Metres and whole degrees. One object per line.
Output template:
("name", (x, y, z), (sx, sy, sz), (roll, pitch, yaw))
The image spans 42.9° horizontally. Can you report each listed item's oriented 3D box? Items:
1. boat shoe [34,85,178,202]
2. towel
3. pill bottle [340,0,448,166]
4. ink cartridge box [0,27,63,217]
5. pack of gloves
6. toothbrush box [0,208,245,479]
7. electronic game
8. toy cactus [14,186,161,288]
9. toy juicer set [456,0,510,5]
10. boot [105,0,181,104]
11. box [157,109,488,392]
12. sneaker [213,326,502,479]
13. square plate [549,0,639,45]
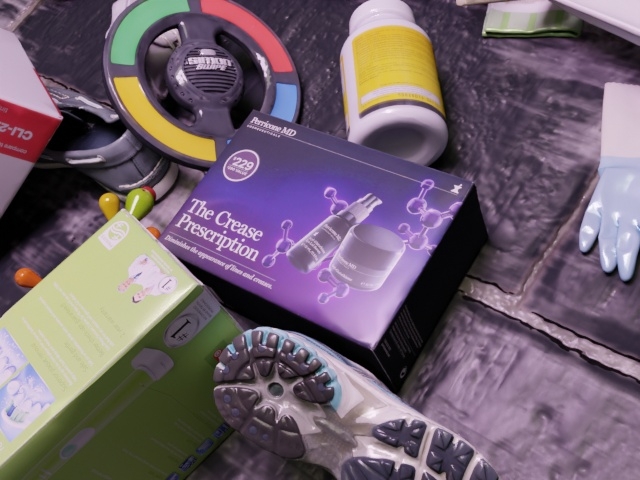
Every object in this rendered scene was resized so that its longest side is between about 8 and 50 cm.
("boat shoe", (-0.309, -0.142, 0.990), (0.319, 0.099, 0.116), (25, 71, 31))
("towel", (0.250, -0.294, 0.928), (0.113, 0.023, 0.152), (5, 61, 23))
("pill bottle", (0.074, -0.168, 0.864), (0.103, 0.103, 0.184), (-12, 56, 13))
("ink cartridge box", (-0.438, -0.102, 0.938), (0.273, 0.114, 0.197), (-52, 52, 18))
("pack of gloves", (0.345, -0.063, 0.735), (0.195, 0.046, 0.232), (7, 62, 23))
("toothbrush box", (-0.197, 0.147, 0.702), (0.283, 0.206, 0.122), (-45, 56, -10))
("electronic game", (-0.128, -0.182, 0.910), (0.229, 0.048, 0.229), (10, 65, -22))
("toy cactus", (-0.234, 0.037, 0.818), (0.219, 0.112, 0.180), (-49, 14, -4))
("toy juicer set", (0.192, -0.366, 0.899), (0.089, 0.209, 0.328), (-25, 64, 51))
("boot", (-0.187, -0.251, 1.001), (0.123, 0.095, 0.258), (-21, 42, 4))
("box", (0.000, 0.000, 0.789), (0.261, 0.103, 0.184), (22, 66, 30))
("sneaker", (0.053, 0.161, 0.663), (0.283, 0.122, 0.110), (39, 101, 11))
("square plate", (0.444, -0.252, 0.786), (0.344, 0.049, 0.347), (-36, 54, -18))
